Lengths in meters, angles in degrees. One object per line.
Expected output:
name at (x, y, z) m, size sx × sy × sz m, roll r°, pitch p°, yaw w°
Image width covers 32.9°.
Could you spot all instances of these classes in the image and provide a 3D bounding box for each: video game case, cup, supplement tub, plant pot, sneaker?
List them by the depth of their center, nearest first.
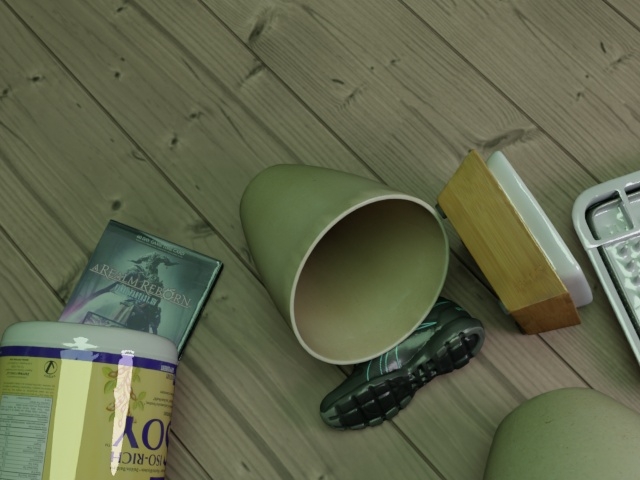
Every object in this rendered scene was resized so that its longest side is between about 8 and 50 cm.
cup at (0.339, 0.333, 1.400) m, size 0.331 × 0.331 × 0.237 m, roll -14°, pitch 46°, yaw -3°
supplement tub at (-0.326, 0.286, 1.452) m, size 0.241 × 0.241 × 0.331 m, roll 4°, pitch 79°, yaw 4°
plant pot at (0.000, 0.000, 1.554) m, size 0.256 × 0.256 × 0.274 m, roll -38°, pitch 40°, yaw -11°
sneaker at (0.108, 0.178, 1.577) m, size 0.267 × 0.101 × 0.106 m, roll -31°, pitch 49°, yaw -8°
video game case at (-0.291, 0.121, 1.642) m, size 0.196 × 0.026 × 0.274 m, roll 20°, pitch 72°, yaw 10°

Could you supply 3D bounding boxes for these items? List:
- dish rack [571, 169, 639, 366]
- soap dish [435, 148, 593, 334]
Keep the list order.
dish rack at (0.549, 0.047, 1.603) m, size 0.285 × 0.072 × 0.333 m, roll -18°, pitch 69°, yaw -5°
soap dish at (0.275, 0.015, 1.524) m, size 0.118 × 0.291 × 0.229 m, roll -33°, pitch 71°, yaw 7°
